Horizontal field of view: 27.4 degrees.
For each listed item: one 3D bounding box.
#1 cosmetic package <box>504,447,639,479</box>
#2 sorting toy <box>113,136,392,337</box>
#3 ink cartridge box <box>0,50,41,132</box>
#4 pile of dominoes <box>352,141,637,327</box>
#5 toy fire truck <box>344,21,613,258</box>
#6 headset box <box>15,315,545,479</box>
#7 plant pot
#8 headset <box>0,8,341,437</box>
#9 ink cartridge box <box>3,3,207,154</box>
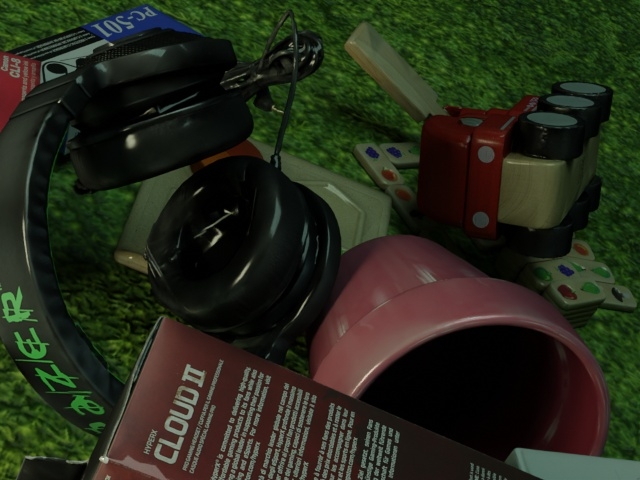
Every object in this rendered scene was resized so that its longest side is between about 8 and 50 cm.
[{"bbox_3d":[0.183,0.240,0.818,0.184,0.151,0.151,11,39,-24],"label":"cosmetic package"},{"bbox_3d":[0.000,0.000,1.085,0.307,0.041,0.229,22,36,-8],"label":"sorting toy"},{"bbox_3d":[-0.295,-0.064,0.895,0.176,0.128,0.127,14,39,-20],"label":"ink cartridge box"},{"bbox_3d":[0.172,-0.021,1.226,0.196,0.040,0.251,-7,49,-38],"label":"pile of dominoes"},{"bbox_3d":[0.129,-0.102,1.199,0.246,0.158,0.217,9,21,19],"label":"toy fire truck"},{"bbox_3d":[-0.026,0.187,0.690,0.293,0.218,0.110,25,36,-7],"label":"headset box"},{"bbox_3d":[0.073,0.092,0.911,0.201,0.201,0.180,11,24,-22],"label":"plant pot"},{"bbox_3d":[-0.102,-0.035,0.912,0.243,0.185,0.394,59,41,-24],"label":"headset"},{"bbox_3d":[-0.182,-0.143,1.126,0.097,0.046,0.207,31,35,19],"label":"ink cartridge box"}]
